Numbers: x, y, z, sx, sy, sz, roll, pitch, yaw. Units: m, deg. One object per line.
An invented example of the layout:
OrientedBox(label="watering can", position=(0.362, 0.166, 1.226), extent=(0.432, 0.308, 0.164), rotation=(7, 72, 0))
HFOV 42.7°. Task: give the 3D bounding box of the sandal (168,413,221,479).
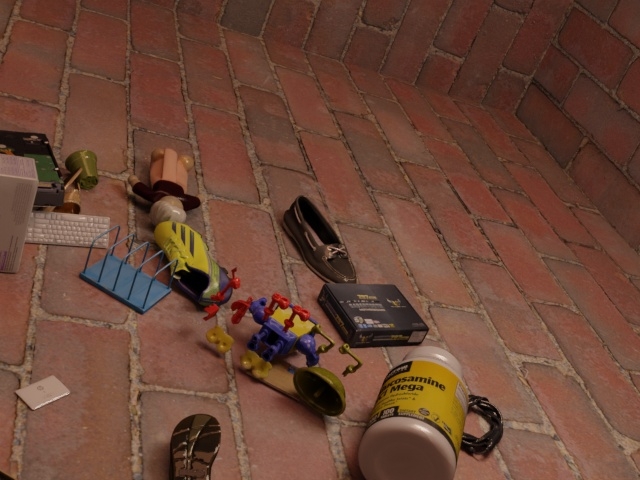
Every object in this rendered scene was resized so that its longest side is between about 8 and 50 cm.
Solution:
OrientedBox(label="sandal", position=(-0.221, 0.401, 1.424), extent=(0.090, 0.060, 0.219), rotation=(8, 46, -16))

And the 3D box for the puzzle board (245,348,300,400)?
OrientedBox(label="puzzle board", position=(-0.088, 0.288, 1.760), extent=(0.128, 0.011, 0.096), rotation=(27, 27, 5))

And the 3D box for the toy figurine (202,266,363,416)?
OrientedBox(label="toy figurine", position=(-0.045, 0.190, 1.766), extent=(0.362, 0.191, 0.217), rotation=(32, 23, 13))

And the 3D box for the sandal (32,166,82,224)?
OrientedBox(label="sandal", position=(-0.612, -0.082, 1.952), extent=(0.079, 0.088, 0.240), rotation=(50, 30, -19))

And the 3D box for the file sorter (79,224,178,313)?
OrientedBox(label="file sorter", position=(-0.416, 0.059, 1.803), extent=(0.170, 0.105, 0.118), rotation=(29, 29, 9))

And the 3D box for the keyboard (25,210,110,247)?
OrientedBox(label="keyboard", position=(-0.604, -0.028, 1.850), extent=(0.256, 0.072, 0.014), rotation=(5, 2, -32))

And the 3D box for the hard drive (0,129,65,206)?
OrientedBox(label="hard drive", position=(-0.736, -0.174, 1.898), extent=(0.236, 0.064, 0.339), rotation=(1, 25, -28))

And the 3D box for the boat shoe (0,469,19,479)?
OrientedBox(label="boat shoe", position=(-0.476, 0.386, 1.255), extent=(0.153, 0.048, 0.056), rotation=(29, 29, 10))

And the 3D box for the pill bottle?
OrientedBox(label="pill bottle", position=(0.201, 0.359, 1.673), extent=(0.187, 0.188, 0.334), rotation=(26, 28, 4))

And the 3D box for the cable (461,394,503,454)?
OrientedBox(label="cable", position=(0.341, 0.408, 1.857), extent=(0.150, 0.047, 0.184), rotation=(29, 31, 20))

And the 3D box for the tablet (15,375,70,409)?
OrientedBox(label="tablet", position=(-0.500, 0.273, 1.476), extent=(0.054, 0.006, 0.083), rotation=(36, 30, 22))

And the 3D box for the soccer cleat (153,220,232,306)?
OrientedBox(label="soccer cleat", position=(-0.315, 0.046, 1.909), extent=(0.121, 0.093, 0.289), rotation=(-4, 40, -49))

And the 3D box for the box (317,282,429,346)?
OrientedBox(label="box", position=(0.132, 0.184, 2.054), extent=(0.232, 0.059, 0.183), rotation=(4, 33, -34))

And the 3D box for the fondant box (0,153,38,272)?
OrientedBox(label="fondant box", position=(-0.750, -0.065, 1.618), extent=(0.330, 0.238, 0.096), rotation=(6, 33, -30))

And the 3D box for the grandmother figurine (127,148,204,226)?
OrientedBox(label="grandmother figurine", position=(-0.402, -0.133, 2.152), extent=(0.207, 0.104, 0.342), rotation=(5, 30, -15))

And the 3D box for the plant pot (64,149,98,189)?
OrientedBox(label="plant pot", position=(-0.604, -0.175, 2.100), extent=(0.083, 0.083, 0.079), rotation=(0, 49, -37))

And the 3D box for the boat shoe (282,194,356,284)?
OrientedBox(label="boat shoe", position=(0.000, 0.000, 2.229), extent=(0.112, 0.096, 0.335), rotation=(-1, 37, -38))
